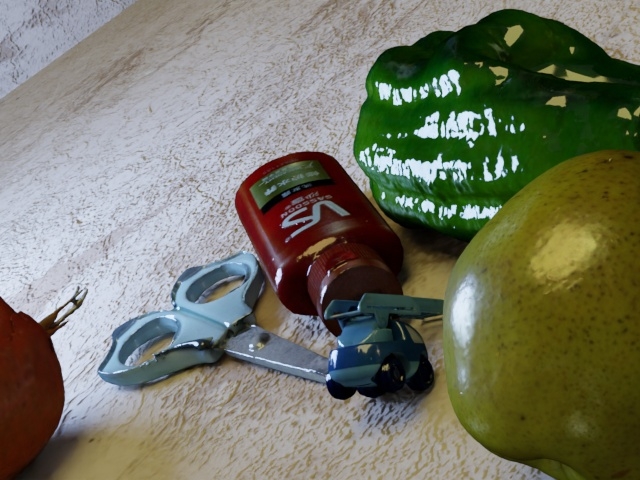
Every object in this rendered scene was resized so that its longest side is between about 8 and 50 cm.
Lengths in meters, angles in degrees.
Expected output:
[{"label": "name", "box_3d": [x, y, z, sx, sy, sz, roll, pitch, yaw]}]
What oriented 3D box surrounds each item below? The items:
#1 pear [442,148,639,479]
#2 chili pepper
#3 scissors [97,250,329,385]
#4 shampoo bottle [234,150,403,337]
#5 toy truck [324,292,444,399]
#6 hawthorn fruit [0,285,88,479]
[{"label": "pear", "box_3d": [0.164, 0.050, 0.749, 0.198, 0.198, 0.198, -26, 23, 12]}, {"label": "chili pepper", "box_3d": [0.165, -0.099, 1.058, 0.213, 0.167, 0.385, -42, 27, -21]}, {"label": "scissors", "box_3d": [-0.070, 0.085, 1.142, 0.191, 0.029, 0.360, -39, 24, -22]}, {"label": "shampoo bottle", "box_3d": [0.000, -0.001, 1.169, 0.118, 0.076, 0.314, -18, 22, -6]}, {"label": "toy truck", "box_3d": [0.056, 0.080, 0.971, 0.063, 0.074, 0.136, -13, -12, 32]}, {"label": "hawthorn fruit", "box_3d": [-0.322, 0.130, 1.151, 0.299, 0.211, 0.211, -34, 21, -32]}]
